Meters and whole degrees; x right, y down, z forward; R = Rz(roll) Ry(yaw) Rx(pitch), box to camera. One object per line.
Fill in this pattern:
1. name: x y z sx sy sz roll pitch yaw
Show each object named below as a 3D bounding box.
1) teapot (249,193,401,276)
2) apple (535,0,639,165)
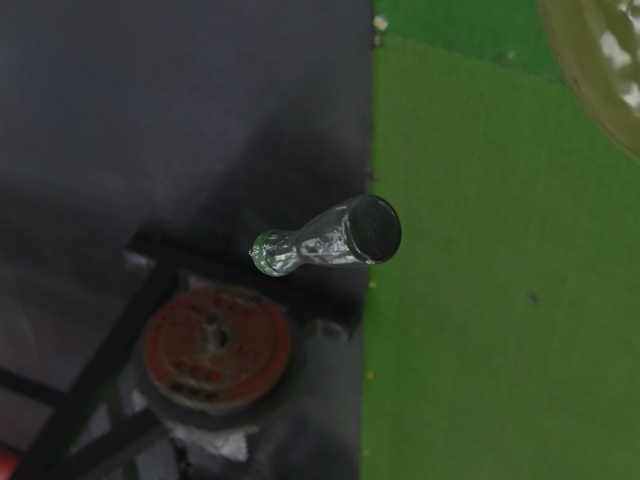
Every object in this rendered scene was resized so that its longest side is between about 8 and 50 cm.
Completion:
1. teapot: 0.000 0.000 0.768 0.043 0.043 0.110 47 150 -21
2. apple: 0.287 -0.175 0.679 0.357 0.357 0.357 19 142 16
